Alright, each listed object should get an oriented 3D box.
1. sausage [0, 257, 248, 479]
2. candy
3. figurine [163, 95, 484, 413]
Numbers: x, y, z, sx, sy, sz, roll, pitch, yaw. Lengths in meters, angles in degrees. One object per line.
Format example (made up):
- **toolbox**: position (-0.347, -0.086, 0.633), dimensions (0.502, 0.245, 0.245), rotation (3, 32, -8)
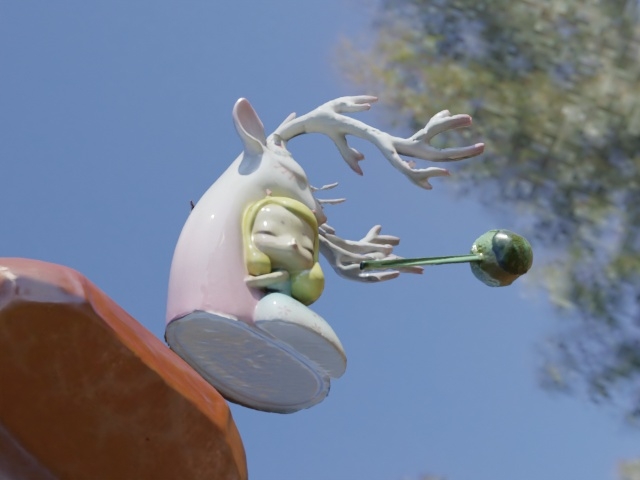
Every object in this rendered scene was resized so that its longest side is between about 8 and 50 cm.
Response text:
- **sausage**: position (-0.161, 0.119, 1.177), dimensions (0.268, 0.141, 0.153), rotation (40, -107, -16)
- **candy**: position (0.117, 0.019, 1.665), dimensions (0.203, 0.061, 0.061), rotation (-2, -67, -38)
- **figurine**: position (-0.009, 0.005, 1.733), dimensions (0.206, 0.284, 0.315), rotation (125, 156, -54)
